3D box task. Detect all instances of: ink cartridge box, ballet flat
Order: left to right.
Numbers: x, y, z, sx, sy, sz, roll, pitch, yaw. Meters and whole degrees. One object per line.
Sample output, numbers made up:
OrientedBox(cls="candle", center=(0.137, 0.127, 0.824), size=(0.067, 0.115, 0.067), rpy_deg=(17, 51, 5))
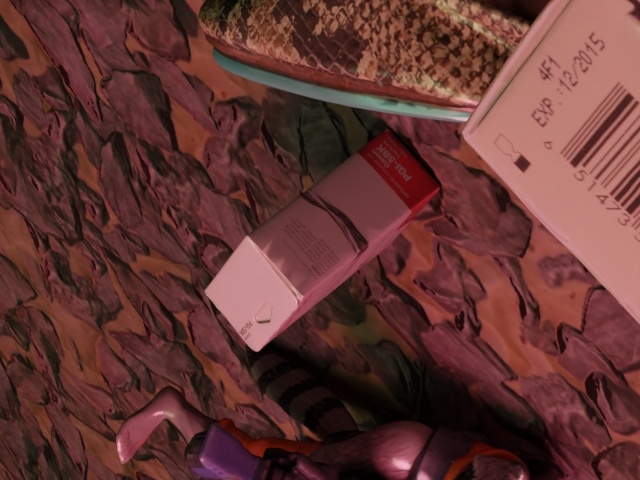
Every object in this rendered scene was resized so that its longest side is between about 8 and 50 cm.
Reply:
OrientedBox(cls="ink cartridge box", center=(0.000, 0.000, 1.283), size=(0.056, 0.135, 0.099), rpy_deg=(49, 149, 5))
OrientedBox(cls="ballet flat", center=(0.154, -0.109, 0.983), size=(0.482, 0.164, 0.182), rpy_deg=(24, 119, 28))

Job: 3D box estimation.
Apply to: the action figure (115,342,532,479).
OrientedBox(cls="action figure", center=(0.011, 0.157, 1.407), size=(0.330, 0.178, 0.341), rpy_deg=(10, 155, 41))

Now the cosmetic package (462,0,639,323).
OrientedBox(cls="cosmetic package", center=(0.214, -0.094, 0.749), size=(0.153, 0.296, 0.129), rpy_deg=(45, 148, 7))
